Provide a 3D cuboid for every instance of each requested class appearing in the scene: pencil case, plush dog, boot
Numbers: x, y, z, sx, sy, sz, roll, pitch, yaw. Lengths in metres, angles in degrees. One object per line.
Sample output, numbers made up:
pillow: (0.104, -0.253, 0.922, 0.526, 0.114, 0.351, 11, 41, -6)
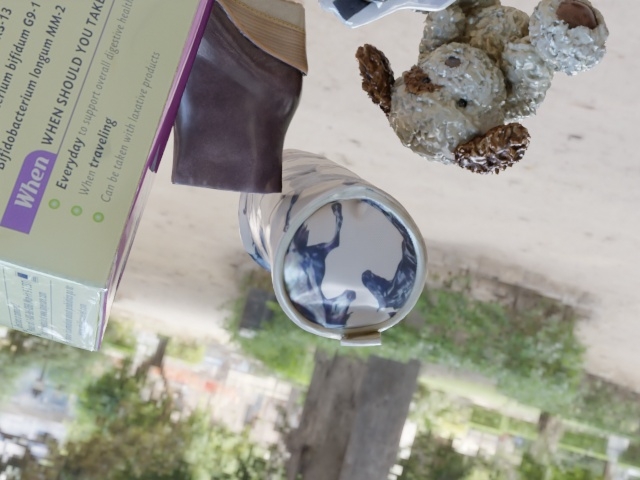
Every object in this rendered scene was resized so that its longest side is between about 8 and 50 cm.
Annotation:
pencil case: (0.000, 0.000, 1.256, 0.159, 0.184, 0.410, -15, -168, -7)
plush dog: (0.170, -0.183, 1.245, 0.262, 0.225, 0.211, 33, 154, 25)
boot: (-0.131, -0.158, 1.080, 0.248, 0.207, 0.090, 8, -175, -24)

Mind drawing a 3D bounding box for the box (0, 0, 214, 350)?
box: (-0.190, -0.089, 0.522, 0.243, 0.214, 0.117, 17, 158, -8)

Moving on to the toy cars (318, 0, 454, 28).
toy cars: (0.155, -0.271, 0.832, 0.087, 0.394, 0.176, 51, 151, -13)
